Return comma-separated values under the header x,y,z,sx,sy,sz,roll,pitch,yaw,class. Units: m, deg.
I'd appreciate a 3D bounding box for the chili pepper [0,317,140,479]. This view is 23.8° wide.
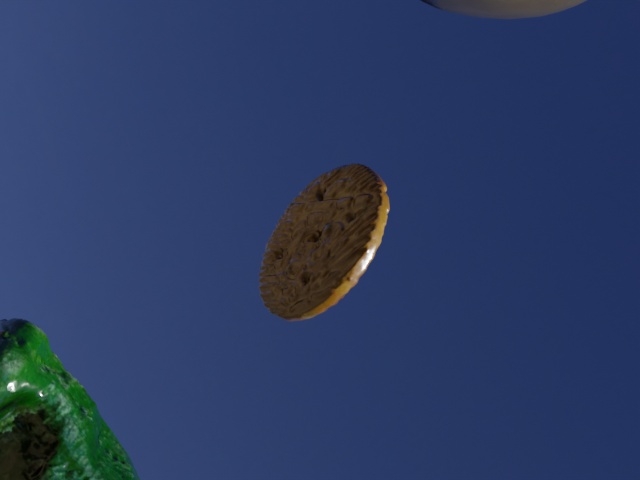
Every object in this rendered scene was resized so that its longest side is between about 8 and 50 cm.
x,y,z,sx,sy,sz,roll,pitch,yaw,class
-0.177,0.151,1.010,0.099,0.136,0.270,-34,-77,23,chili pepper

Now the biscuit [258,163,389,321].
x,y,z,sx,sy,sz,roll,pitch,yaw,class
-0.001,-0.001,1.607,0.188,0.027,0.188,-35,-142,32,biscuit

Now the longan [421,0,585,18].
x,y,z,sx,sy,sz,roll,pitch,yaw,class
0.063,-0.186,0.512,0.196,0.196,0.220,126,-27,-47,longan
